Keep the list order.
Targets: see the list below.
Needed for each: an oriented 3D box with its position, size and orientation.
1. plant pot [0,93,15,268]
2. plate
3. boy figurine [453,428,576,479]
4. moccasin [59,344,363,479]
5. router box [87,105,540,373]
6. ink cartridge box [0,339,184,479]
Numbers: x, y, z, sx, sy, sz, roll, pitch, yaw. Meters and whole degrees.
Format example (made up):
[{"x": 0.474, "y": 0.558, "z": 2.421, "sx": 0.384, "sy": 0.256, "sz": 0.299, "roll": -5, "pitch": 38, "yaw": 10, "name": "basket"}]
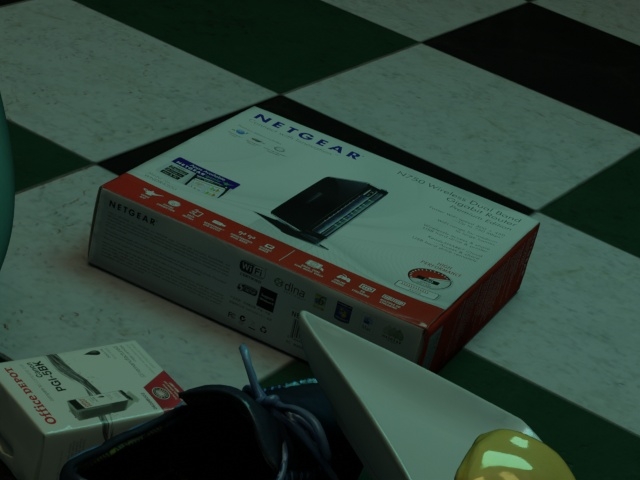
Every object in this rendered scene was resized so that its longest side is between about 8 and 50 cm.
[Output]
[{"x": -0.367, "y": -0.042, "z": 1.289, "sx": 0.293, "sy": 0.293, "sz": 0.235, "roll": -2, "pitch": 43, "yaw": -29, "name": "plant pot"}, {"x": 0.119, "y": 0.187, "z": 1.224, "sx": 0.278, "sy": 0.045, "sz": 0.277, "roll": 28, "pitch": 17, "yaw": -38, "name": "plate"}, {"x": 0.169, "y": 0.231, "z": 1.016, "sx": 0.285, "sy": 0.177, "sz": 0.092, "roll": 44, "pitch": 32, "yaw": -15, "name": "boy figurine"}, {"x": -0.061, "y": 0.162, "z": 1.202, "sx": 0.137, "sy": 0.117, "sz": 0.342, "roll": 26, "pitch": 28, "yaw": 24, "name": "moccasin"}, {"x": 0.000, "y": 0.000, "z": 1.597, "sx": 0.335, "sy": 0.082, "sz": 0.301, "roll": 23, "pitch": 27, "yaw": 18, "name": "router box"}, {"x": -0.178, "y": 0.132, "z": 1.274, "sx": 0.135, "sy": 0.056, "sz": 0.099, "roll": -8, "pitch": 34, "yaw": -39, "name": "ink cartridge box"}]
